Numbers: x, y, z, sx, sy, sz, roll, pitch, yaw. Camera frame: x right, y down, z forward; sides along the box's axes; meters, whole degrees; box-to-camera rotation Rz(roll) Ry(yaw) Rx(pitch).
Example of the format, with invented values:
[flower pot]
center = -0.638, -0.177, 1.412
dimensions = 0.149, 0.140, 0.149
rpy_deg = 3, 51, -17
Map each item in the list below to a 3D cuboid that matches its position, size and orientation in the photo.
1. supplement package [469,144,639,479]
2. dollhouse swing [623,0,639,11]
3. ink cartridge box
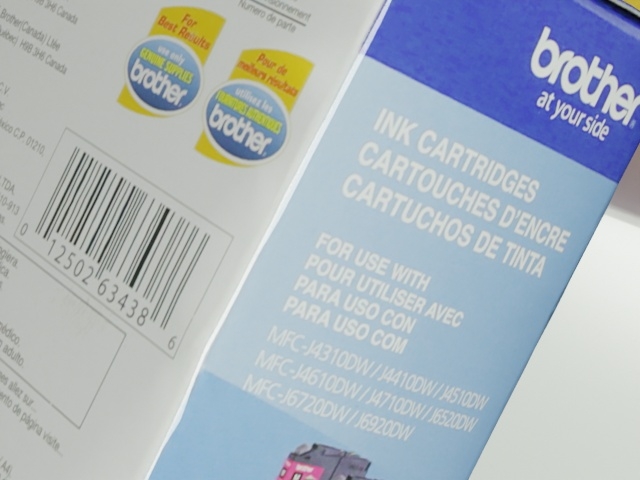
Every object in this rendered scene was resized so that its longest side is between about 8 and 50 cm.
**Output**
[supplement package]
center = 0.165, 0.069, 0.773
dimensions = 0.293, 0.175, 0.177
rpy_deg = 20, 17, 3
[dollhouse swing]
center = 0.264, -0.096, 0.957
dimensions = 0.315, 0.347, 0.305
rpy_deg = 45, 36, -16
[ink cartridge box]
center = -0.058, -0.011, 0.660
dimensions = 0.151, 0.395, 0.270
rpy_deg = 19, 9, -45
